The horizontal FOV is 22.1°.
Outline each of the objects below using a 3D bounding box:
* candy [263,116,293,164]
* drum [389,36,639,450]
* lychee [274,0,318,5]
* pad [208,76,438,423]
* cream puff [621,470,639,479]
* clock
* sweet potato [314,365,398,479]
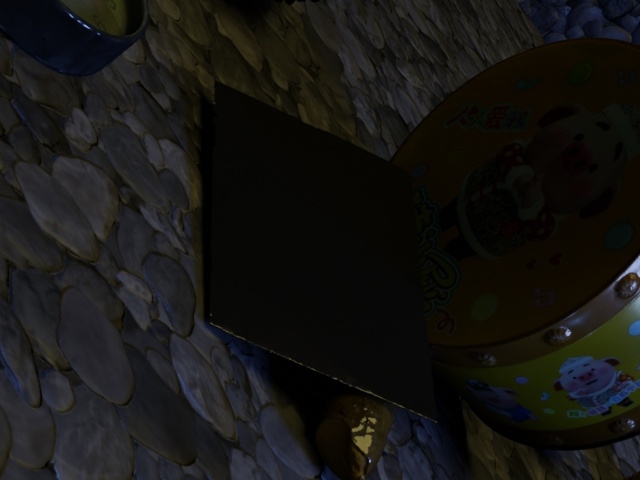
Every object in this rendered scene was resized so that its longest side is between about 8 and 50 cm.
[{"bbox_3d":[-0.036,-0.054,1.669,0.182,0.046,0.053,62,21,2],"label":"candy"},{"bbox_3d":[0.263,-0.002,1.785,0.214,0.431,0.431,44,24,-38],"label":"drum"},{"bbox_3d":[-0.027,-0.395,1.935,0.271,0.271,0.271,49,22,-27],"label":"lychee"},{"bbox_3d":[0.000,0.000,1.579,0.248,0.007,0.367,25,36,-23],"label":"pad"},{"bbox_3d":[0.499,0.372,2.177,0.183,0.169,0.183,49,20,-25],"label":"cream puff"},{"bbox_3d":[-0.256,-0.277,1.444,0.280,0.055,0.280,49,21,-27],"label":"clock"},{"bbox_3d":[0.038,0.135,1.532,0.077,0.077,0.243,52,22,-19],"label":"sweet potato"}]
